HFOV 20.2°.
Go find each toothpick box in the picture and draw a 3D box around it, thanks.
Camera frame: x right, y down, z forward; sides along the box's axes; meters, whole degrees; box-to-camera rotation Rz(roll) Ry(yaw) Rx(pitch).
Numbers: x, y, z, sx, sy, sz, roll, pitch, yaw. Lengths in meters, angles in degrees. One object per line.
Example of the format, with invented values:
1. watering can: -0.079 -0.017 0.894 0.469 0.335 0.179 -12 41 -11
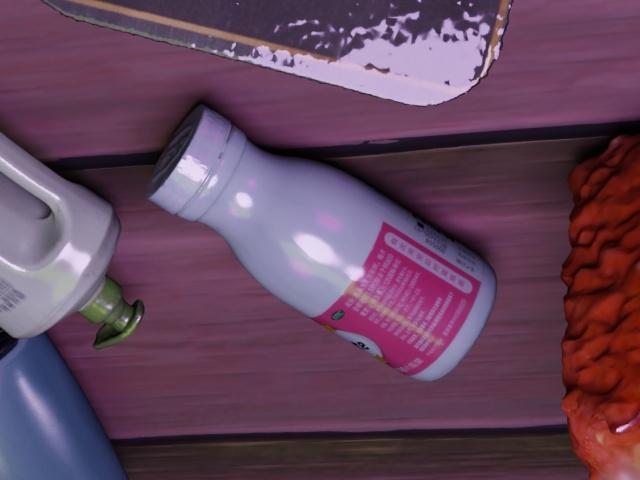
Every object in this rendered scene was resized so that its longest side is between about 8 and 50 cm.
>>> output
1. toothpick box: -0.212 0.135 1.243 0.120 0.120 0.184 -8 124 16

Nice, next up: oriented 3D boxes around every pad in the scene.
1. pad: -0.026 -0.265 0.799 0.315 0.063 0.375 14 100 -1

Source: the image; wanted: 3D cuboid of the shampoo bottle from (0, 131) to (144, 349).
1. shampoo bottle: -0.206 -0.012 1.138 0.234 0.087 0.118 39 120 -22

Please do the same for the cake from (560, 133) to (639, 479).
1. cake: 0.310 0.088 1.013 0.269 0.270 0.319 -17 125 23

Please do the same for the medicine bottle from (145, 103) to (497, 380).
1. medicine bottle: 0.000 0.000 1.111 0.216 0.090 0.090 31 128 -15
